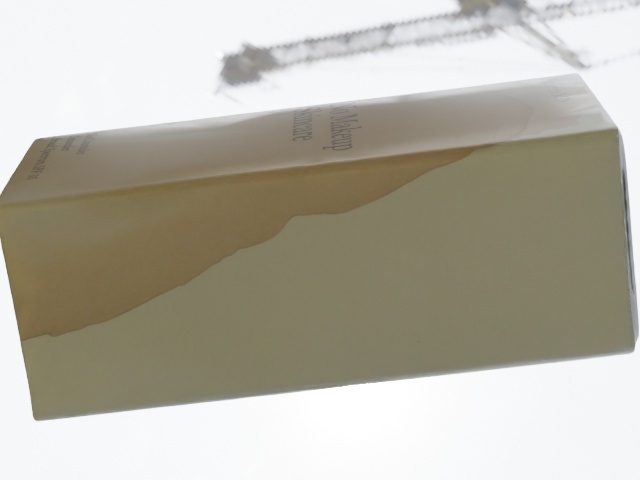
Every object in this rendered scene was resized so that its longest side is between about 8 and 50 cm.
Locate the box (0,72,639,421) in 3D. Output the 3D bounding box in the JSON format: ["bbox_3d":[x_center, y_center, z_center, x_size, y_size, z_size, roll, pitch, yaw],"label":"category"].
[{"bbox_3d":[0.000,0.000,0.898,0.148,0.311,0.121,-96,178,-73],"label":"box"}]
